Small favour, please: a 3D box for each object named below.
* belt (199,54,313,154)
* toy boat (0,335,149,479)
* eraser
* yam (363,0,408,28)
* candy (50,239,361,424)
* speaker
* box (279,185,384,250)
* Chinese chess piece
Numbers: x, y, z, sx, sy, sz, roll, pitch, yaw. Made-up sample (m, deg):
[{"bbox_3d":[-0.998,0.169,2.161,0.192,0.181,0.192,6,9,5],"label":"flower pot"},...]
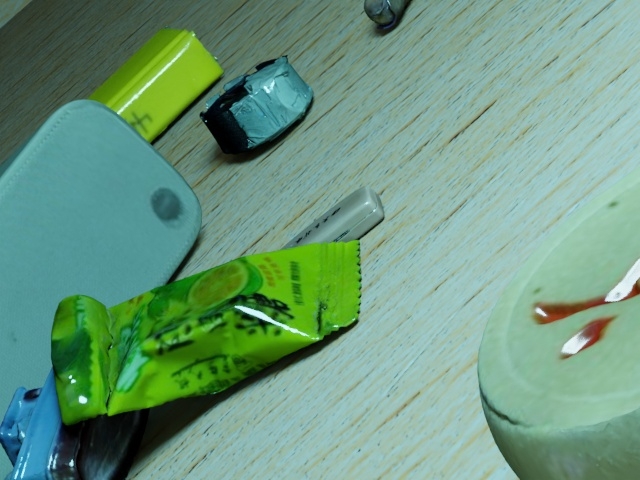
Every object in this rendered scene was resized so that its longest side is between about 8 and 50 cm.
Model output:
[{"bbox_3d":[-0.061,-0.132,1.920,0.105,0.058,0.140,-41,14,-15],"label":"belt"},{"bbox_3d":[-0.196,0.142,1.518,0.097,0.100,0.223,-11,32,20],"label":"toy boat"},{"bbox_3d":[-0.222,-0.150,2.250,0.226,0.069,0.158,-45,20,-7],"label":"eraser"},{"bbox_3d":[0.095,-0.297,1.988,0.046,0.046,0.264,-27,22,36],"label":"yam"},{"bbox_3d":[-0.083,0.067,1.480,0.246,0.069,0.149,-19,32,6],"label":"candy"},{"bbox_3d":[-0.293,0.075,1.744,0.184,0.183,0.406,-26,24,51],"label":"speaker"},{"bbox_3d":[0.000,0.000,1.560,0.115,0.025,0.048,-37,21,12],"label":"box"},{"bbox_3d":[0.197,0.043,0.967,0.250,0.103,0.250,-34,21,15],"label":"Chinese chess piece"}]
